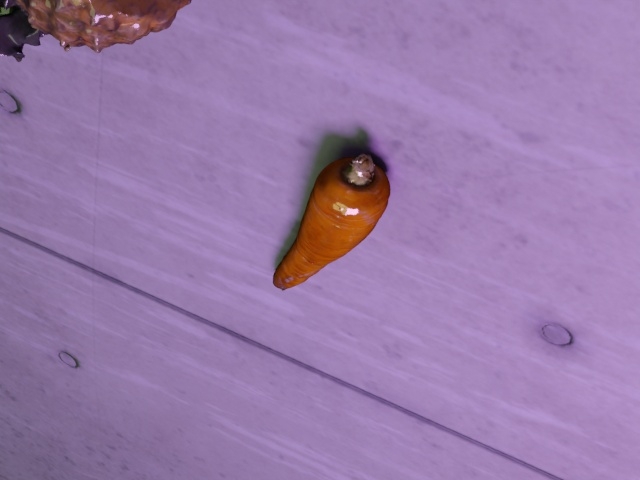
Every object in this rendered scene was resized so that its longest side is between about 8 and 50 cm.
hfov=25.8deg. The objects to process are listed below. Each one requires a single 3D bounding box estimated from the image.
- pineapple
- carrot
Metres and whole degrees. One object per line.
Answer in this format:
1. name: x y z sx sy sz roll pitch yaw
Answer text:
1. pineapple: -0.201 -0.195 1.057 0.248 0.128 0.128 -5 132 51
2. carrot: 0.000 0.000 1.185 0.061 0.061 0.256 33 149 0
